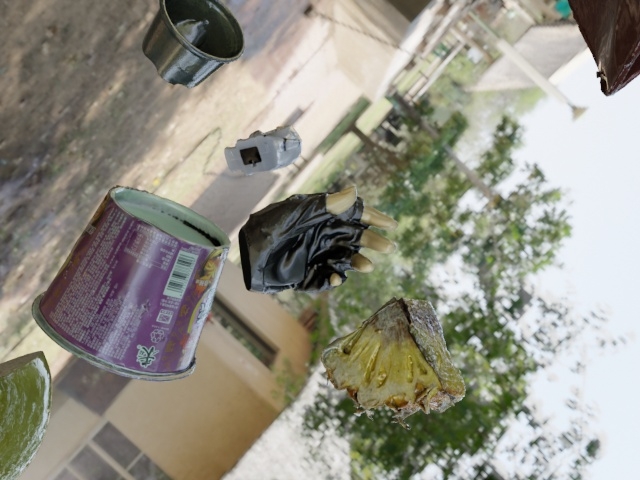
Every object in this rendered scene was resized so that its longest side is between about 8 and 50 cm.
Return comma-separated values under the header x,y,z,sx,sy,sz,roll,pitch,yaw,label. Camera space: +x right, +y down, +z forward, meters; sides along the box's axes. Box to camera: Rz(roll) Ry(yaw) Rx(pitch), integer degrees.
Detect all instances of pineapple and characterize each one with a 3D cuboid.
x,y,z,sx,sy,sz,roll,pitch,yaw,label
0.116,0.177,1.232,0.236,0.114,0.186,4,-96,39,pineapple

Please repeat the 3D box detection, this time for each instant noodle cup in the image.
x,y,z,sx,sy,sz,roll,pitch,yaw,label
-0.338,0.065,1.566,0.266,0.339,0.340,-64,179,10,instant noodle cup

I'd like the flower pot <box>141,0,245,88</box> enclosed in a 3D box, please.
x,y,z,sx,sy,sz,roll,pitch,yaw,label
-0.215,-0.324,1.346,0.107,0.157,0.157,-36,-172,39,flower pot

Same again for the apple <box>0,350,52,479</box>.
x,y,z,sx,sy,sz,roll,pitch,yaw,label
-0.501,0.209,1.072,0.254,0.292,0.292,-16,-153,52,apple

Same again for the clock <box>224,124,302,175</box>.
x,y,z,sx,sy,sz,roll,pitch,yaw,label
-0.099,-0.191,1.694,0.176,0.080,0.117,-6,-161,43,clock

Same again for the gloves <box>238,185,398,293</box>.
x,y,z,sx,sy,sz,roll,pitch,yaw,label
0.000,0.000,1.091,0.203,0.124,0.164,-10,133,-12,gloves

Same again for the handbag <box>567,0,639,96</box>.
x,y,z,sx,sy,sz,roll,pitch,yaw,label
0.304,-0.313,0.805,0.084,0.260,0.275,-11,155,-2,handbag
